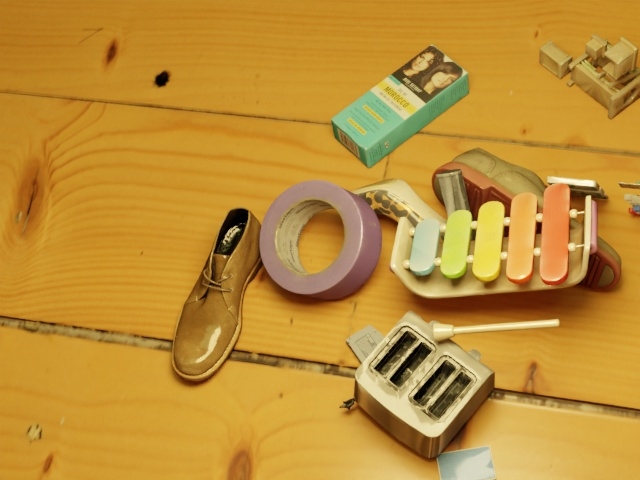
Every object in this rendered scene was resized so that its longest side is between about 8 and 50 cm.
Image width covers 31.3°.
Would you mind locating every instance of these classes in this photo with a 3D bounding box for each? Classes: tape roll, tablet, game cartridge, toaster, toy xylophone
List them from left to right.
[{"bbox_3d":[0.000,0.000,1.872,0.189,0.080,0.189,-6,77,26],"label":"tape roll"},{"bbox_3d":[0.084,0.177,1.831,0.056,0.017,0.083,-31,59,-6],"label":"game cartridge"},{"bbox_3d":[0.149,0.220,1.729,0.168,0.110,0.185,37,70,20],"label":"toaster"},{"bbox_3d":[0.218,0.339,1.714,0.083,0.006,0.054,-10,58,4],"label":"tablet"},{"bbox_3d":[0.265,0.033,1.719,0.323,0.081,0.236,-12,41,15],"label":"toy xylophone"}]

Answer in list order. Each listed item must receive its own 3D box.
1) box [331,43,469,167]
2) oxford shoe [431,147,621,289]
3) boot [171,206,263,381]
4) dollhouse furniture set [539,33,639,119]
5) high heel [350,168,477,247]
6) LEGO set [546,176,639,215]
[{"bbox_3d":[0.145,-0.243,2.055,0.244,0.060,0.100,-38,60,-14],"label":"box"},{"bbox_3d":[0.356,-0.051,1.871,0.348,0.123,0.130,36,54,19],"label":"oxford shoe"},{"bbox_3d":[-0.175,0.081,1.876,0.112,0.115,0.305,13,63,14],"label":"boot"},{"bbox_3d":[0.485,-0.338,1.999,0.101,0.161,0.182,-36,61,-13],"label":"dollhouse furniture set"},{"bbox_3d":[0.144,-0.012,1.916,0.261,0.186,0.093,-7,11,39],"label":"high heel"},{"bbox_3d":[0.493,-0.057,1.818,0.244,0.182,0.060,6,86,21],"label":"LEGO set"}]
